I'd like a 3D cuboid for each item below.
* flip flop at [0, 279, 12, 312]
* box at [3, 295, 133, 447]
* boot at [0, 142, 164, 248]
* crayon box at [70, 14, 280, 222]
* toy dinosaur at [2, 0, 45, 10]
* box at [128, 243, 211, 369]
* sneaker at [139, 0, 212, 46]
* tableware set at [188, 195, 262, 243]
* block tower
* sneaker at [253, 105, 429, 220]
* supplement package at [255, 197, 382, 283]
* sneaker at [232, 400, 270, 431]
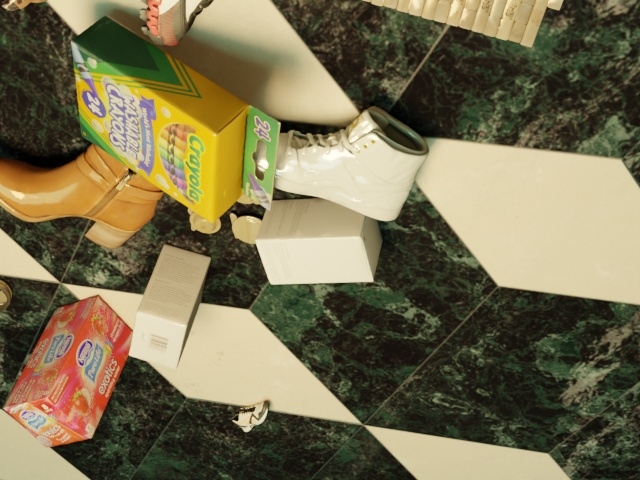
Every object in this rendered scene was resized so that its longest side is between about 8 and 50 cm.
[{"bbox_3d":[-0.738,0.079,1.990,0.277,0.080,0.112,8,131,-13],"label":"flip flop"},{"bbox_3d":[-0.467,0.246,1.941,0.122,0.257,0.128,-17,126,30],"label":"box"},{"bbox_3d":[-0.399,-0.106,1.693,0.283,0.109,0.220,30,134,-16],"label":"boot"},{"bbox_3d":[-0.216,-0.164,1.510,0.323,0.083,0.203,32,146,16],"label":"crayon box"},{"bbox_3d":[-0.347,-0.459,1.351,0.295,0.127,0.200,-29,128,21],"label":"toy dinosaur"},{"bbox_3d":[-0.267,0.116,1.826,0.091,0.170,0.130,16,134,-2],"label":"box"},{"bbox_3d":[-0.160,-0.363,1.397,0.135,0.098,0.276,24,132,-4],"label":"sneaker"},{"bbox_3d":[-0.164,-0.053,1.745,0.168,0.020,0.141,6,135,8],"label":"tableware set"},{"bbox_3d":[0.146,-0.349,1.336,0.335,0.091,0.097,15,135,2],"label":"block tower"},{"bbox_3d":[0.017,-0.148,1.558,0.292,0.108,0.169,16,132,-12],"label":"sneaker"},{"bbox_3d":[0.000,0.000,1.692,0.179,0.105,0.105,-2,131,18],"label":"supplement package"},{"bbox_3d":[-0.143,0.358,2.111,0.043,0.040,0.109,35,131,-15],"label":"sneaker"}]
